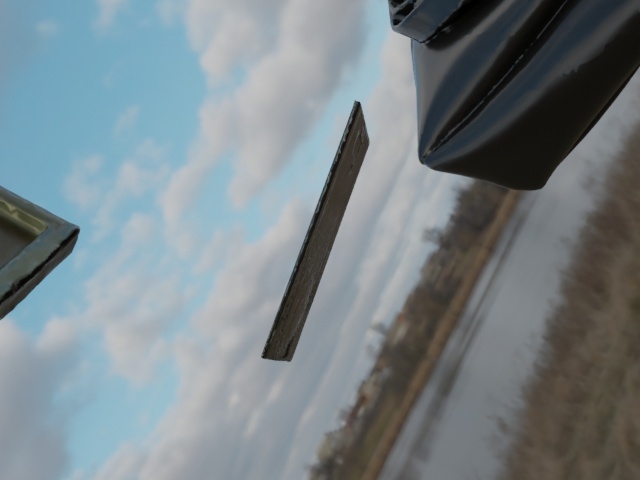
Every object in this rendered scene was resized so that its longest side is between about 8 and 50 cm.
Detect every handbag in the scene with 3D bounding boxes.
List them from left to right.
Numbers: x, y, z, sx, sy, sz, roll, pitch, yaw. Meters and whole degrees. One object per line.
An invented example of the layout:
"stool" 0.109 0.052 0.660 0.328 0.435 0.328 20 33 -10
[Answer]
"handbag" 0.134 -0.205 0.676 0.257 0.113 0.285 130 144 -53

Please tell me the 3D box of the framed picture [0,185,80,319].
"framed picture" -0.240 0.000 0.337 0.022 0.247 0.335 -61 2 22

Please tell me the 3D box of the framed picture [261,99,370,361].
"framed picture" 0.000 0.000 1.435 0.244 0.013 0.324 54 -125 -82
